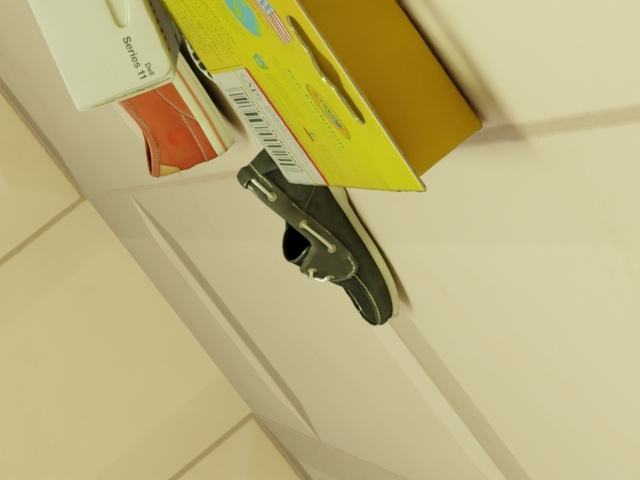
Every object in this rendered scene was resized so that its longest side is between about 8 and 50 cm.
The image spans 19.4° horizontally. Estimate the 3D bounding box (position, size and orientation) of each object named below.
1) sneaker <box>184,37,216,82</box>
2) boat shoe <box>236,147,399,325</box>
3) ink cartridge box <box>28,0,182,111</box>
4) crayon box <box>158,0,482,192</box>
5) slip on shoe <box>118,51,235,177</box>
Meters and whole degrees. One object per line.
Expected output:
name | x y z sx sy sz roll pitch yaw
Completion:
sneaker | -0.076 -0.153 1.592 0.162 0.063 0.073 58 170 -29
boat shoe | 0.000 0.000 1.741 0.084 0.079 0.233 34 161 51
ink cartridge box | -0.178 -0.210 1.514 0.208 0.087 0.153 -95 -16 -70
crayon box | -0.005 -0.134 1.317 0.202 0.081 0.318 54 169 -13
slip on shoe | -0.212 -0.202 1.849 0.331 0.101 0.123 56 178 -18
